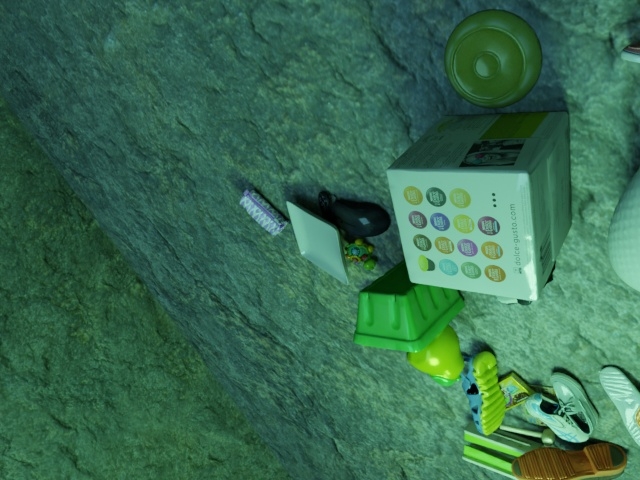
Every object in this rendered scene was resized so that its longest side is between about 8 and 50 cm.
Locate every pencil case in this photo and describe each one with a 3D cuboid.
[{"bbox_3d":[-0.217,-0.105,2.026,0.206,0.086,0.088,41,174,2],"label":"pencil case"}]

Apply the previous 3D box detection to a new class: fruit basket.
[{"bbox_3d":[0.311,0.283,1.701,0.282,0.392,0.392,1,124,39],"label":"fruit basket"}]

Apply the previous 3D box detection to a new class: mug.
[{"bbox_3d":[0.826,-0.034,1.123,0.373,0.276,0.328,4,141,-1],"label":"mug"}]

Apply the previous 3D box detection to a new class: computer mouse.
[{"bbox_3d":[0.104,-0.065,1.807,0.272,0.072,0.189,8,127,35],"label":"computer mouse"}]

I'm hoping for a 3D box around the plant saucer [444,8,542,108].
[{"bbox_3d":[0.408,-0.429,1.282,0.240,0.037,0.241,22,135,24],"label":"plant saucer"}]

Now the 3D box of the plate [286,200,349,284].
[{"bbox_3d":[0.000,0.000,1.915,0.277,0.045,0.278,32,149,41],"label":"plate"}]

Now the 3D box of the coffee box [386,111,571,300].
[{"bbox_3d":[0.410,-0.100,1.323,0.334,0.338,0.338,7,127,36],"label":"coffee box"}]

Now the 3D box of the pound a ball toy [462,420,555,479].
[{"bbox_3d":[0.707,0.752,1.972,0.319,0.135,0.208,8,102,35],"label":"pound a ball toy"}]

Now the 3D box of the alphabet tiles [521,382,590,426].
[{"bbox_3d":[0.807,0.575,1.810,0.237,0.009,0.198,-3,120,42],"label":"alphabet tiles"}]

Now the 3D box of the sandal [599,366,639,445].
[{"bbox_3d":[0.946,0.491,1.585,0.102,0.076,0.265,-37,75,38],"label":"sandal"}]

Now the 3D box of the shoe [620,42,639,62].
[{"bbox_3d":[0.703,-0.398,1.049,0.177,0.063,0.081,12,129,25],"label":"shoe"}]

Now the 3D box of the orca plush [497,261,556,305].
[{"bbox_3d":[0.624,0.089,1.526,0.151,0.102,0.287,-111,29,-49],"label":"orca plush"}]

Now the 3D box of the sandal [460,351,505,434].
[{"bbox_3d":[0.562,0.531,1.870,0.138,0.126,0.318,4,106,56],"label":"sandal"}]

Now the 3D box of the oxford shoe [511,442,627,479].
[{"bbox_3d":[0.836,0.783,1.783,0.363,0.130,0.133,-9,126,13],"label":"oxford shoe"}]

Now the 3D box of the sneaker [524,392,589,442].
[{"bbox_3d":[0.793,0.589,1.747,0.237,0.085,0.086,32,142,0],"label":"sneaker"}]

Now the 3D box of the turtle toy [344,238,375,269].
[{"bbox_3d":[0.143,0.054,1.871,0.130,0.066,0.095,32,147,-15],"label":"turtle toy"}]

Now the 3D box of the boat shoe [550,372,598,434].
[{"bbox_3d":[0.813,0.527,1.694,0.228,0.081,0.079,51,139,-8],"label":"boat shoe"}]

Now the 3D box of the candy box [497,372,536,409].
[{"bbox_3d":[0.661,0.547,1.883,0.105,0.027,0.206,44,143,10],"label":"candy box"}]
